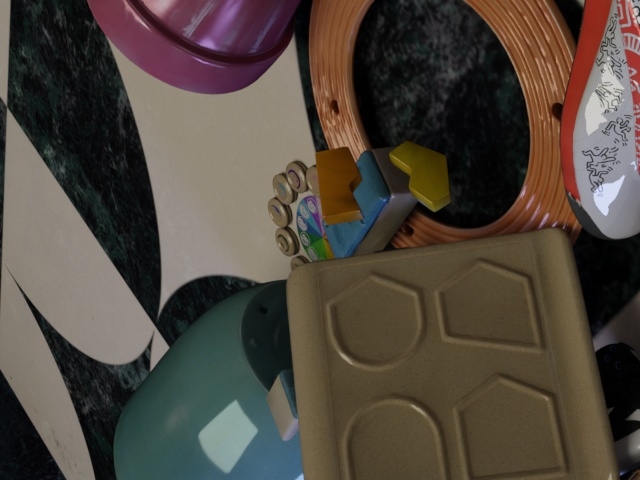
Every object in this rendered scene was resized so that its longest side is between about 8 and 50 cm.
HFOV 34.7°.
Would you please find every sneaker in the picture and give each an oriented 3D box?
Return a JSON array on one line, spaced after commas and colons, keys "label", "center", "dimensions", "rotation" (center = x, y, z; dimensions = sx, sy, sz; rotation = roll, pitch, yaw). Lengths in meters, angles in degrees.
[{"label": "sneaker", "center": [0.235, -0.098, 0.635], "dimensions": [0.145, 0.090, 0.270], "rotation": [32, 133, 46]}, {"label": "sneaker", "center": [0.260, 0.113, 0.764], "dimensions": [0.217, 0.121, 0.079], "rotation": [-31, 123, 31]}]

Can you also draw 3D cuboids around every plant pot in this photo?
[{"label": "plant pot", "center": [-0.044, 0.182, 1.083], "dimensions": [0.293, 0.293, 0.235], "rotation": [52, 134, 20]}, {"label": "plant pot", "center": [-0.085, -0.260, 0.915], "dimensions": [0.180, 0.201, 0.201], "rotation": [-37, 80, 46]}]

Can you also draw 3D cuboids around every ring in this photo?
[{"label": "ring", "center": [0.105, -0.116, 0.877], "dimensions": [0.336, 0.032, 0.337], "rotation": [35, 137, 40]}]

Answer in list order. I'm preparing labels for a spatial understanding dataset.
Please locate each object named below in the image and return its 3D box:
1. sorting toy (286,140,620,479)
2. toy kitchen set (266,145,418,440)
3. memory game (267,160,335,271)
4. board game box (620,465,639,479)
[{"label": "sorting toy", "center": [0.088, 0.061, 0.799], "dimensions": [0.041, 0.229, 0.307], "rotation": [61, -159, -65]}, {"label": "toy kitchen set", "center": [0.019, 0.042, 0.880], "dimensions": [0.207, 0.166, 0.122], "rotation": [68, 150, 25]}, {"label": "memory game", "center": [0.000, 0.000, 1.132], "dimensions": [0.186, 0.012, 0.186], "rotation": [35, 138, 39]}, {"label": "board game box", "center": [0.331, 0.213, 0.663], "dimensions": [0.243, 0.042, 0.165], "rotation": [33, 145, 0]}]
